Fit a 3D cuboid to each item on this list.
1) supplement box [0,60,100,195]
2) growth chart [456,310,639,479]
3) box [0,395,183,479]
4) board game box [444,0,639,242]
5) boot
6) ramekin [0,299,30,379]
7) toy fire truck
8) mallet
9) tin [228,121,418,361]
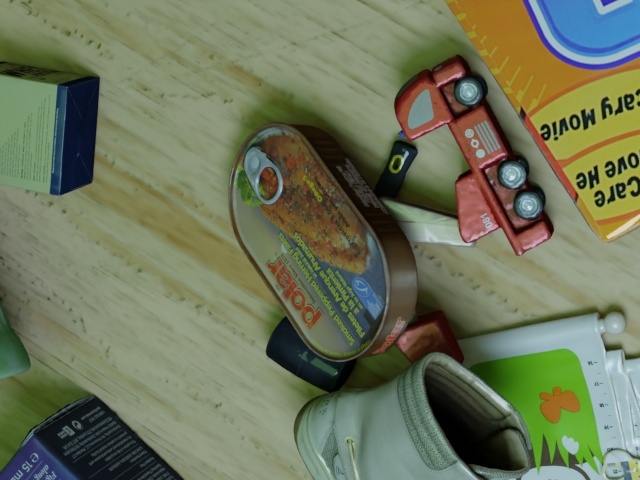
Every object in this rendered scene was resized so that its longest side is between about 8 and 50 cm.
[{"bbox_3d":[-0.215,-0.084,1.369,0.083,0.056,0.083,10,105,17],"label":"supplement box"},{"bbox_3d":[0.179,0.164,1.301,0.172,0.021,0.237,-22,92,23],"label":"growth chart"},{"bbox_3d":[-0.162,0.247,1.393,0.207,0.108,0.153,42,111,8],"label":"box"},{"bbox_3d":[0.245,-0.271,0.989,0.356,0.356,0.356,-33,89,28],"label":"board game box"},{"bbox_3d":[0.091,0.180,1.265,0.213,0.077,0.165,54,142,-5],"label":"boot"},{"bbox_3d":[-0.374,0.062,1.334,0.303,0.303,0.148,-16,88,22],"label":"ramekin"},{"bbox_3d":[0.084,-0.015,1.269,0.135,0.047,0.192,-28,92,11],"label":"toy fire truck"},{"bbox_3d":[0.015,0.013,1.323,0.062,0.039,0.189,21,103,17],"label":"mallet"},{"bbox_3d":[0.000,0.000,1.278,0.106,0.040,0.189,-55,53,30],"label":"tin"}]
